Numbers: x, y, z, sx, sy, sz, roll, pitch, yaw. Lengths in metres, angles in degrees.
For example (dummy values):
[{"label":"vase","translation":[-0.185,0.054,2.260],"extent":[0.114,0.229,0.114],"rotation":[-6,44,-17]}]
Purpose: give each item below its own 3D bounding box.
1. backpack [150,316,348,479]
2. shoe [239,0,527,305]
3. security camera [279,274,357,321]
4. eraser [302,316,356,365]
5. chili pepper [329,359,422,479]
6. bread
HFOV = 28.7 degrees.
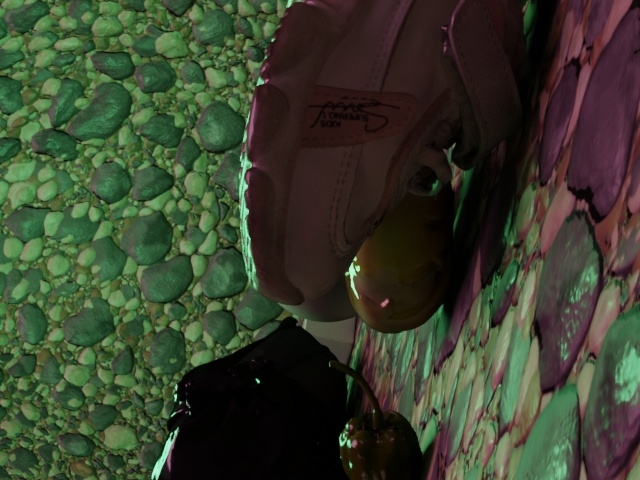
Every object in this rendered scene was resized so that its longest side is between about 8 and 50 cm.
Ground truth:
[{"label":"backpack","translation":[-0.098,0.287,1.600],"extent":[0.363,0.255,0.446],"rotation":[-68,-10,22]},{"label":"shoe","translation":[0.054,-0.113,0.927],"extent":[0.172,0.198,0.351],"rotation":[111,174,-81]},{"label":"security camera","translation":[0.000,0.000,1.615],"extent":[0.236,0.195,0.194],"rotation":[-93,15,-69]},{"label":"eraser","translation":[-0.015,0.239,1.920],"extent":[0.078,0.076,0.298],"rotation":[-81,5,-56]},{"label":"chili pepper","translation":[0.049,0.191,1.043],"extent":[0.072,0.073,0.204],"rotation":[-110,16,-49]},{"label":"bread","translation":[0.063,-0.026,1.100],"extent":[0.213,0.105,0.213],"rotation":[169,90,-85]}]
